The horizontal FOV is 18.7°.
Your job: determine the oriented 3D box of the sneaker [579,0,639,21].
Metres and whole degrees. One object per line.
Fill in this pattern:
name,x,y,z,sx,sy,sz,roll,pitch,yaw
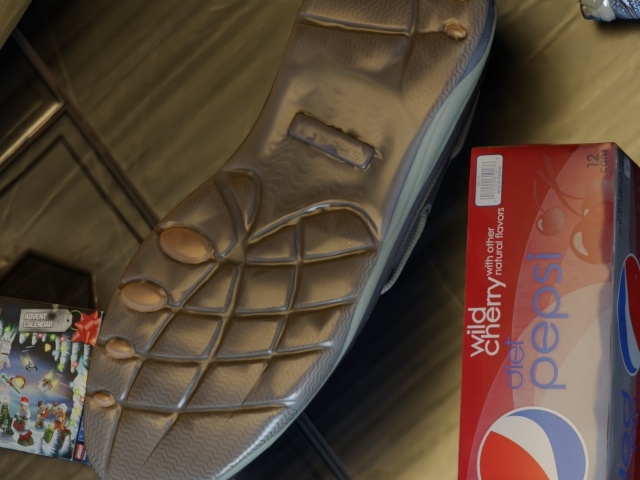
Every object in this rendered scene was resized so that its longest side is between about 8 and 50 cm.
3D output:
sneaker,0.187,-0.187,1.103,0.058,0.052,0.135,11,90,15

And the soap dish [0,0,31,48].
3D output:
soap dish,-0.286,-0.197,1.261,0.229,0.118,0.291,35,92,25

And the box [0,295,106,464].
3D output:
box,-0.197,0.082,1.210,0.137,0.027,0.094,6,80,24

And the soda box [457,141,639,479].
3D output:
soda box,0.126,0.084,1.038,0.083,0.092,0.263,-1,78,22

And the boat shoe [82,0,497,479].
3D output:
boat shoe,0.000,0.000,1.092,0.132,0.130,0.355,32,86,22
